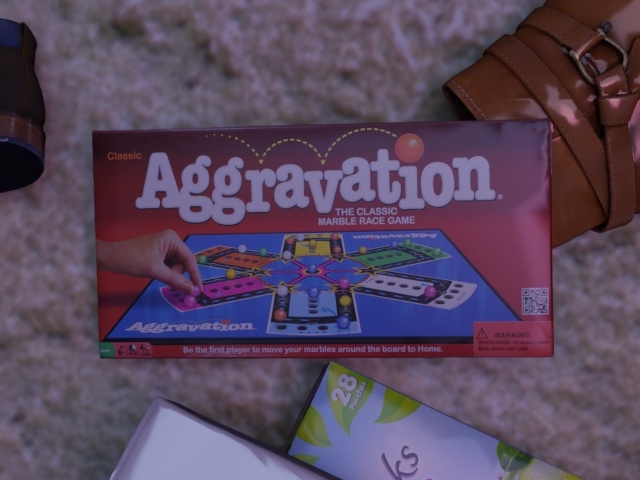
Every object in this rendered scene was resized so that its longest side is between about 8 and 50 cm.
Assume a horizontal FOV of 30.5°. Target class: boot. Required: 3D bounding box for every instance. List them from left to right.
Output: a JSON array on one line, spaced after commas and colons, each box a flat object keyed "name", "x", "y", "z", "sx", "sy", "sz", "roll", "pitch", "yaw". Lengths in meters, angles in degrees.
[{"name": "boot", "x": -0.280, "y": -0.083, "z": 0.747, "sx": 0.219, "sy": 0.082, "sz": 0.106, "roll": -2, "pitch": 60, "yaw": 0}, {"name": "boot", "x": 0.174, "y": -0.148, "z": 0.769, "sx": 0.220, "sy": 0.109, "sz": 0.283, "roll": -27, "pitch": 92, "yaw": -3}]

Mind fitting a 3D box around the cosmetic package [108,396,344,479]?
[{"name": "cosmetic package", "x": 0.001, "y": 0.168, "z": 0.627, "sx": 0.231, "sy": 0.117, "sz": 0.085, "roll": 27, "pitch": 81, "yaw": 2}]

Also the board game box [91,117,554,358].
[{"name": "board game box", "x": 0.000, "y": 0.000, "z": 0.724, "sx": 0.281, "sy": 0.027, "sz": 0.145, "roll": -1, "pitch": 93, "yaw": 7}]

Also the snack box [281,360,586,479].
[{"name": "snack box", "x": 0.038, "y": 0.203, "z": 0.716, "sx": 0.174, "sy": 0.070, "sz": 0.207, "roll": 26, "pitch": 80, "yaw": 1}]
